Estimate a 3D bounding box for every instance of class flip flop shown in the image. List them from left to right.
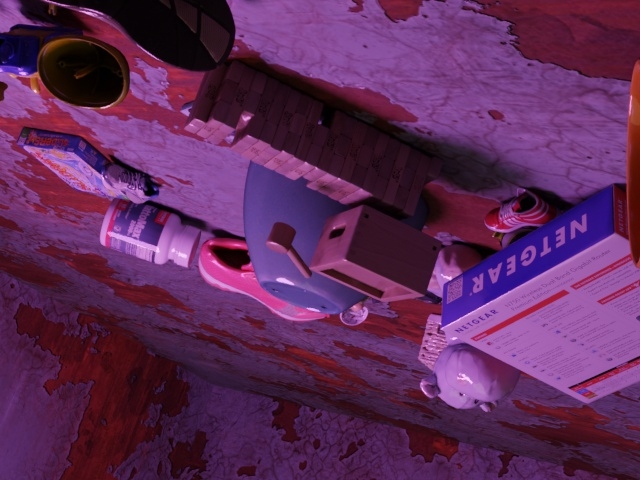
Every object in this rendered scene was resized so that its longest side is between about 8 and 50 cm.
[{"bbox_3d":[-0.225,-0.281,1.312,0.277,0.112,0.080,20,-170,-11],"label":"flip flop"}]

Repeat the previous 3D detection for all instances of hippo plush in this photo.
[{"bbox_3d":[0.236,0.154,1.941,0.234,0.236,0.294,24,163,-16],"label":"hippo plush"}]

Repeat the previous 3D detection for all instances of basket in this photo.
[{"bbox_3d":[0.288,0.232,2.381,0.113,0.103,0.167,9,162,36],"label":"basket"}]

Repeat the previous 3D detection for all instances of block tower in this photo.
[{"bbox_3d":[-0.007,-0.127,1.560,0.336,0.097,0.091,23,165,-16],"label":"block tower"}]

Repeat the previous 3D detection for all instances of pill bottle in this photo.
[{"bbox_3d":[-0.333,-0.014,2.289,0.180,0.107,0.108,18,164,1],"label":"pill bottle"}]

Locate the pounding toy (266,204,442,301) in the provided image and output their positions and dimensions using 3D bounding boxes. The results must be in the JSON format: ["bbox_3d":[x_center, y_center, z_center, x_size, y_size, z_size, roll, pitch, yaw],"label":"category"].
[{"bbox_3d":[0.032,0.003,1.606,0.206,0.094,0.181,25,164,-18],"label":"pounding toy"}]

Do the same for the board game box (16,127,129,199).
[{"bbox_3d":[-0.446,-0.139,2.134,0.136,0.035,0.201,11,162,28],"label":"board game box"}]

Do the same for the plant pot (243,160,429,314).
[{"bbox_3d":[0.000,0.000,1.786,0.290,0.195,0.290,18,165,5],"label":"plant pot"}]

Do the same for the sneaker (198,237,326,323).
[{"bbox_3d":[-0.103,0.076,2.304,0.314,0.115,0.136,18,162,6],"label":"sneaker"}]

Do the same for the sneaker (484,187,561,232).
[{"bbox_3d":[0.267,-0.042,1.609,0.118,0.042,0.067,-6,155,41],"label":"sneaker"}]

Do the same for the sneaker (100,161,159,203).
[{"bbox_3d":[-0.343,-0.109,2.110,0.058,0.052,0.135,-3,162,32],"label":"sneaker"}]

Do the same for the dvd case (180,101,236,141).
[{"bbox_3d":[-0.136,-0.173,1.702,0.119,0.013,0.087,27,162,-29],"label":"dvd case"}]

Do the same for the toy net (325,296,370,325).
[{"bbox_3d":[0.066,0.130,2.275,0.045,0.122,0.232,42,164,16],"label":"toy net"}]

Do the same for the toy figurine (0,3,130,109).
[{"bbox_3d":[-0.363,-0.272,1.513,0.363,0.191,0.217,6,-169,19],"label":"toy figurine"}]

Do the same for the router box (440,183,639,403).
[{"bbox_3d":[0.390,0.089,1.618,0.301,0.082,0.335,28,140,-26],"label":"router box"}]

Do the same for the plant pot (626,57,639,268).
[{"bbox_3d":[0.399,-0.075,1.112,0.188,0.205,0.205,0,160,10],"label":"plant pot"}]

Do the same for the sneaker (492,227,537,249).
[{"bbox_3d":[0.363,0.028,1.718,0.235,0.084,0.097,24,-167,-22],"label":"sneaker"}]

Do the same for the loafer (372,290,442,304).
[{"bbox_3d":[0.116,0.082,2.133,0.223,0.078,0.076,18,165,7],"label":"loafer"}]
